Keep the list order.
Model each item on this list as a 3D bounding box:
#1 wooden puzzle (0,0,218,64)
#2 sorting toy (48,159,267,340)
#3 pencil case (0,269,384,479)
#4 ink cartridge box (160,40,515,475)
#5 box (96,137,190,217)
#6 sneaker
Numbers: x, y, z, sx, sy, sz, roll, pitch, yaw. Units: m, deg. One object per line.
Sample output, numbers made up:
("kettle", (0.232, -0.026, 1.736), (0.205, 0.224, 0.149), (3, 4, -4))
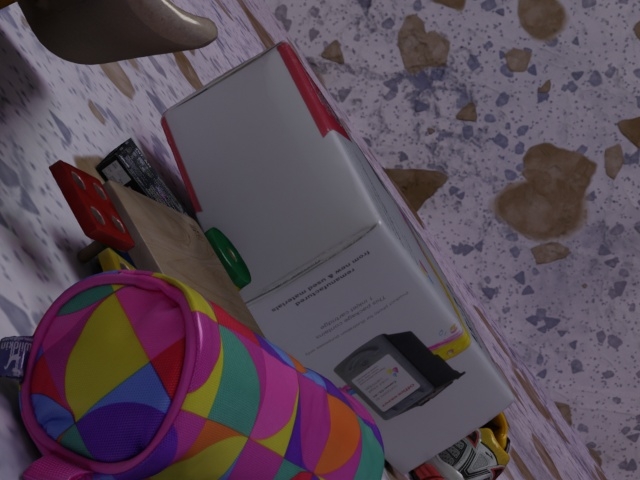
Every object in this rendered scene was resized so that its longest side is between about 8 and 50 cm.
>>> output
("wooden puzzle", (-0.210, -0.239, 0.766), (0.348, 0.080, 0.322), (60, -15, -15))
("sorting toy", (-0.088, 0.040, 0.811), (0.132, 0.046, 0.274), (58, 9, 17))
("pencil case", (-0.052, 0.091, 0.667), (0.104, 0.104, 0.236), (60, 12, 30))
("ink cartridge box", (0.017, 0.021, 1.134), (0.306, 0.131, 0.226), (48, 11, -49))
("box", (-0.122, -0.030, 0.981), (0.083, 0.018, 0.067), (54, 9, -11))
("sneaker", (0.142, 0.194, 1.322), (0.088, 0.092, 0.225), (54, 8, -7))
